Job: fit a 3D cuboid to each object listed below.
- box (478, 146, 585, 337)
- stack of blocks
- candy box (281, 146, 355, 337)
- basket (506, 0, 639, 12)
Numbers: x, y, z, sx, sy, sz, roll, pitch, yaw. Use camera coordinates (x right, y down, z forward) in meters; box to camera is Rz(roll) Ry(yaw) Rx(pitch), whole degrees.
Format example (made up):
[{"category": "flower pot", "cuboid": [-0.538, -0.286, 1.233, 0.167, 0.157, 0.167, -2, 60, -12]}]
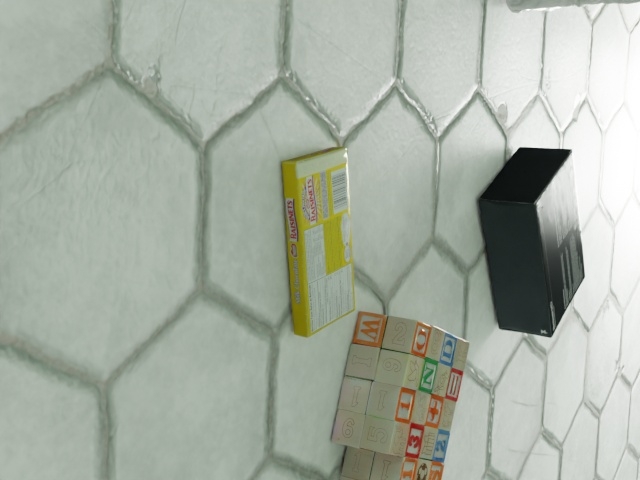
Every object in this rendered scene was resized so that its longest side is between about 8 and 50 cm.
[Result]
[{"category": "box", "cuboid": [0.358, 0.001, 1.578, 0.184, 0.103, 0.261, -49, 134, -45]}, {"category": "stack of blocks", "cuboid": [0.095, 0.256, 1.240, 0.171, 0.087, 0.297, 25, 75, -55]}, {"category": "candy box", "cuboid": [0.000, 0.000, 1.104, 0.105, 0.027, 0.205, -21, 113, -51]}, {"category": "basket", "cuboid": [0.499, -0.508, 1.495, 0.328, 0.331, 0.266, -24, 113, -53]}]
